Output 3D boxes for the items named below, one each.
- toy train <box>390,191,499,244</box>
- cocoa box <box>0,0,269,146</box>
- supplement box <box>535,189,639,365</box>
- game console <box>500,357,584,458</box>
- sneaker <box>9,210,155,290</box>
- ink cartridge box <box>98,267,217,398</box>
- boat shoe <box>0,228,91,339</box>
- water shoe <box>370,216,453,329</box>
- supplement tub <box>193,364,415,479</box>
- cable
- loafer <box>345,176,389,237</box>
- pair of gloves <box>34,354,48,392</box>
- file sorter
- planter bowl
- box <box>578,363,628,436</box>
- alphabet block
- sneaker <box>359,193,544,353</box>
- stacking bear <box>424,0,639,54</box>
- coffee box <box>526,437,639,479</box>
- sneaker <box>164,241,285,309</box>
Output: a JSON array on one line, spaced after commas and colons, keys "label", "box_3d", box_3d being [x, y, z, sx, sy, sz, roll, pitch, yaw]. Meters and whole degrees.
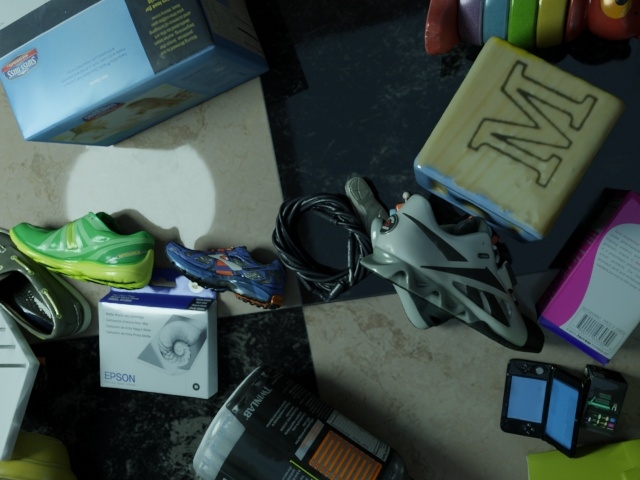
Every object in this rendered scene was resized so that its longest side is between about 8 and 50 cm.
[{"label": "toy train", "box_3d": [0.193, -0.021, 0.995, 0.166, 0.046, 0.125, -7, 94, 16]}, {"label": "cocoa box", "box_3d": [-0.300, -0.315, 1.003, 0.347, 0.231, 0.228, -21, 90, 16]}, {"label": "supplement box", "box_3d": [0.416, 0.047, 0.908, 0.111, 0.114, 0.220, 34, 104, 10]}, {"label": "game console", "box_3d": [0.334, 0.253, 0.972, 0.107, 0.071, 0.122, 7, 97, 14]}, {"label": "sneaker", "box_3d": [-0.420, 0.008, 1.150, 0.295, 0.109, 0.123, 12, 71, 18]}, {"label": "ink cartridge box", "box_3d": [-0.293, 0.162, 1.146, 0.223, 0.045, 0.224, 2, 96, 15]}, {"label": "boat shoe", "box_3d": [-0.568, 0.075, 1.188, 0.305, 0.091, 0.109, 36, 103, 9]}, {"label": "water shoe", "box_3d": [0.147, 0.042, 0.987, 0.080, 0.073, 0.203, -21, 112, 21]}, {"label": "supplement tub", "box_3d": [-0.012, 0.369, 1.008, 0.338, 0.207, 0.207, 33, 103, 10]}, {"label": "cable", "box_3d": [0.000, 0.000, 1.037, 0.150, 0.047, 0.184, -43, 77, 29]}, {"label": "loafer", "box_3d": [0.078, -0.044, 1.033, 0.045, 0.039, 0.125, -28, 95, -15]}, {"label": "pair of gloves", "box_3d": [-0.570, 0.260, 1.250, 0.083, 0.010, 0.074, 0, 94, 13]}, {"label": "file sorter", "box_3d": [-0.645, 0.231, 1.122, 0.278, 0.173, 0.193, 32, 106, 43]}, {"label": "planter bowl", "box_3d": [-0.546, 0.412, 1.193, 0.217, 0.217, 0.090, 0, 61, 15]}, {"label": "box", "box_3d": [0.416, 0.238, 0.952, 0.052, 0.062, 0.083, 13, 99, 12]}, {"label": "alphabet block", "box_3d": [0.260, -0.127, 0.879, 0.193, 0.192, 0.197, 31, 94, 8]}, {"label": "sneaker", "box_3d": [0.224, 0.051, 0.905, 0.330, 0.122, 0.146, 31, 88, -27]}, {"label": "stacking bear", "box_3d": [0.306, -0.332, 0.863, 0.289, 0.164, 0.175, 10, 108, 19]}, {"label": "coffee box", "box_3d": [0.475, 0.468, 0.817, 0.338, 0.337, 0.334, -14, 91, 17]}, {"label": "sneaker", "box_3d": [-0.158, 0.045, 1.083, 0.221, 0.083, 0.087, 20, 72, 3]}]
